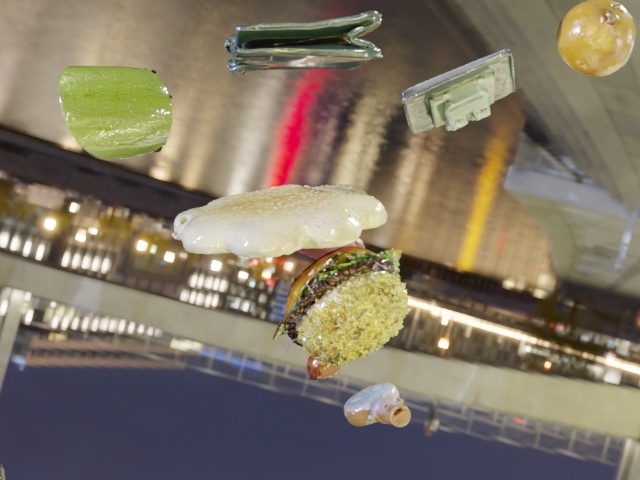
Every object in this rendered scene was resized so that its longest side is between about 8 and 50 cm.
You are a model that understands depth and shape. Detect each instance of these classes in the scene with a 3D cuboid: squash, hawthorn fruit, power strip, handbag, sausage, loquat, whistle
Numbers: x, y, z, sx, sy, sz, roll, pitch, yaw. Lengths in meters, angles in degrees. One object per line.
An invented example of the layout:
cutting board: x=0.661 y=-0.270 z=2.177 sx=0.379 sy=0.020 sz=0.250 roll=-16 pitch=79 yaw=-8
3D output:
squash: x=-0.436 y=-0.249 z=2.004 sx=0.189 sy=0.189 sz=0.260 roll=15 pitch=-160 yaw=43
hawthorn fruit: x=0.008 y=0.274 z=2.256 sx=0.081 sy=0.093 sz=0.081 roll=35 pitch=171 yaw=7
power strip: x=0.242 y=-0.229 z=1.727 sx=0.198 sy=0.064 sz=0.213 roll=-24 pitch=165 yaw=7
handbag: x=-0.033 y=-0.336 z=1.767 sx=0.260 sy=0.079 sz=0.247 roll=-5 pitch=-175 yaw=-6
sausage: x=0.000 y=0.000 z=1.914 sx=0.194 sy=0.077 sz=0.077 roll=20 pitch=-178 yaw=27
loquat: x=0.487 y=-0.357 z=1.796 sx=0.141 sy=0.141 sz=0.141 roll=16 pitch=180 yaw=0
whistle: x=0.108 y=0.302 z=1.837 sx=0.107 sy=0.057 sz=0.220 roll=-26 pitch=-175 yaw=-16

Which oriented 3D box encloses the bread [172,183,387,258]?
bread: x=-0.061 y=-0.034 z=1.454 sx=0.316 sy=0.054 sz=0.316 roll=-6 pitch=-167 yaw=1

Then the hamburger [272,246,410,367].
hamburger: x=0.046 y=0.118 z=1.769 sx=0.261 sy=0.243 sz=0.139 roll=0 pitch=-136 yaw=-41

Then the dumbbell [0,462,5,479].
dumbbell: x=-0.602 y=0.342 z=1.284 sx=0.406 sy=0.179 sz=0.179 roll=-12 pitch=-176 yaw=-8
